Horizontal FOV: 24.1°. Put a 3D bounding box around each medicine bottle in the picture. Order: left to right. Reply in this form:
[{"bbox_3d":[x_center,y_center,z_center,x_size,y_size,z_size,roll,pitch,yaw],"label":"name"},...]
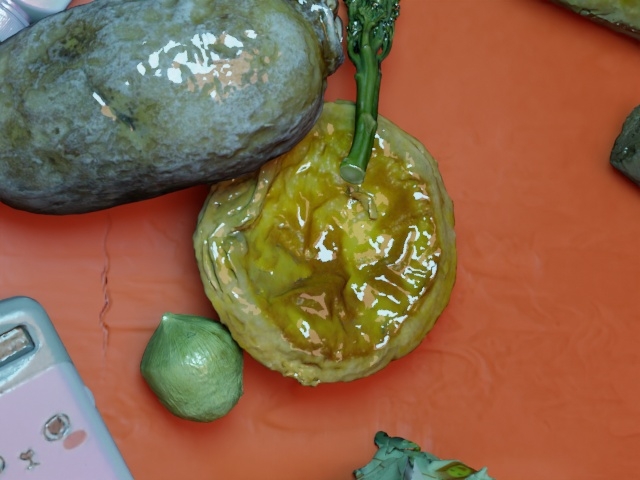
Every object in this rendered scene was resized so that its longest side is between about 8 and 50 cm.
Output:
[{"bbox_3d":[-0.232,-0.207,1.189,0.074,0.055,0.118,37,76,-17],"label":"medicine bottle"}]

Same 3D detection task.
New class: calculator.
[{"bbox_3d":[-0.242,0.158,1.186,0.141,0.045,0.246,-28,98,-20],"label":"calculator"}]

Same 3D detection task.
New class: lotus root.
[{"bbox_3d":[-0.146,-0.104,1.133,0.350,0.175,0.175,-17,96,5],"label":"lotus root"}]

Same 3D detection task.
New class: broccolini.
[{"bbox_3d":[0.035,-0.131,1.232,0.054,0.051,0.239,25,45,-18],"label":"broccolini"}]

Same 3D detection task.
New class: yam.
[{"bbox_3d":[0.353,-0.055,1.402,0.179,0.078,0.078,34,78,-18],"label":"yam"}]

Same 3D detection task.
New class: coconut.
[{"bbox_3d":[-0.103,0.100,1.218,0.088,0.088,0.096,-32,107,-19],"label":"coconut"}]

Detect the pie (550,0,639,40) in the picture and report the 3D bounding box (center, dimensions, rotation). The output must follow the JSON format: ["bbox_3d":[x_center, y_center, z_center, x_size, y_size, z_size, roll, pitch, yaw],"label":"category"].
[{"bbox_3d":[0.331,-0.363,1.353,0.395,0.180,0.418,33,89,-14],"label":"pie"}]

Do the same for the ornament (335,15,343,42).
[{"bbox_3d":[-0.067,-0.175,1.243,0.156,0.075,0.081,12,86,-22],"label":"ornament"}]

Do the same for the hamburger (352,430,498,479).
[{"bbox_3d":[0.068,0.259,1.239,0.214,0.235,0.125,-39,118,13],"label":"hamburger"}]

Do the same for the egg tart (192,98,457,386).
[{"bbox_3d":[0.000,0.000,1.250,0.241,0.106,0.241,1,89,-24],"label":"egg tart"}]
